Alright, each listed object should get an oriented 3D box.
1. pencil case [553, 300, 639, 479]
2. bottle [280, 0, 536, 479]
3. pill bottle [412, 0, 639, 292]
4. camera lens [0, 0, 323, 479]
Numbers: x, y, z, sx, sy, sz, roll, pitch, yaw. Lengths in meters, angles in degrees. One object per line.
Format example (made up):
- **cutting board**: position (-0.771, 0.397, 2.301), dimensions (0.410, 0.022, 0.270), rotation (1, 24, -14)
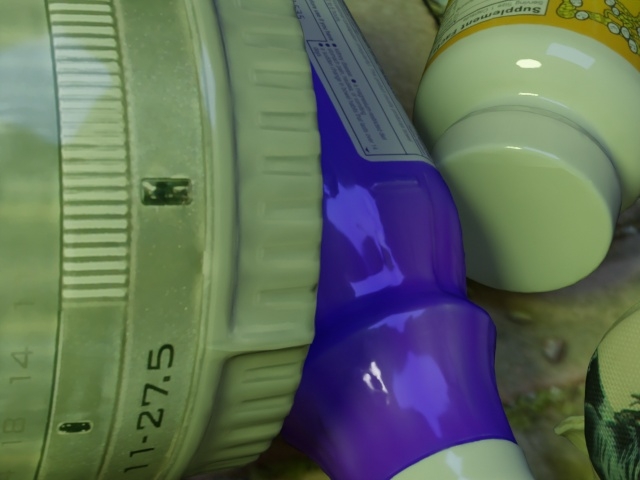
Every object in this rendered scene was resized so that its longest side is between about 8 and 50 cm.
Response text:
- **pencil case**: position (0.173, 0.196, 0.516), dimensions (0.160, 0.183, 0.410), rotation (26, 44, -23)
- **bottle**: position (0.000, 0.000, 0.655), dimensions (0.092, 0.118, 0.283), rotation (-3, 51, -32)
- **pill bottle**: position (0.110, -0.077, 0.766), dimensions (0.117, 0.117, 0.208), rotation (22, 46, -1)
- **camera lens**: position (-0.161, -0.013, 0.536), dimensions (0.274, 0.219, 0.219), rotation (-1, 51, -22)
